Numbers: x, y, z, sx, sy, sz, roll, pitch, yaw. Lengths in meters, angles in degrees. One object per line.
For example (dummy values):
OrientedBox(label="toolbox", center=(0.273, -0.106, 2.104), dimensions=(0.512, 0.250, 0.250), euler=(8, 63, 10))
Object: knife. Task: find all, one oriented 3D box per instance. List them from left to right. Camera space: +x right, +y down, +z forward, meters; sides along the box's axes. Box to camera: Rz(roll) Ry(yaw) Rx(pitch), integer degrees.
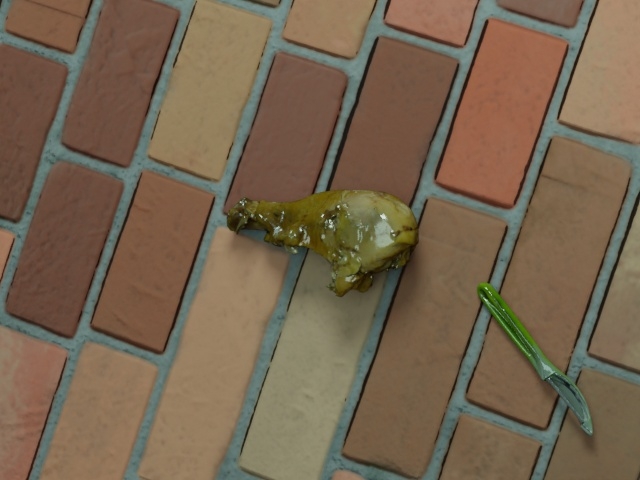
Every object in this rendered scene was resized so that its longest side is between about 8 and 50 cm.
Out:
OrientedBox(label="knife", center=(0.212, 0.113, 1.768), dimensions=(0.184, 0.026, 0.022), euler=(53, 130, 14))

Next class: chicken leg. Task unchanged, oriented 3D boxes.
OrientedBox(label="chicken leg", center=(0.001, -0.003, 1.808), dimensions=(0.207, 0.085, 0.101), euler=(7, 100, 24))
